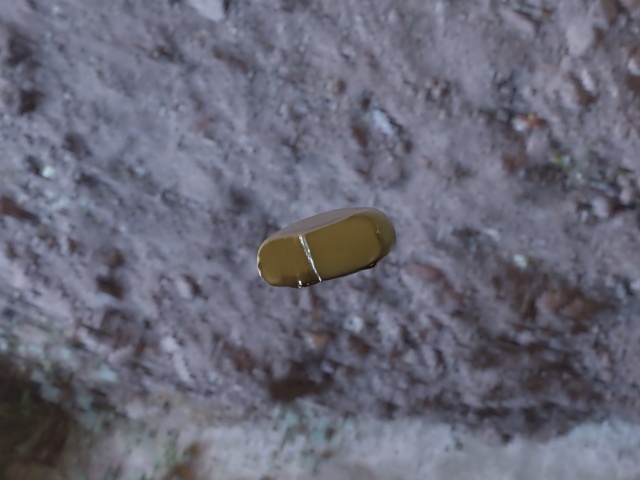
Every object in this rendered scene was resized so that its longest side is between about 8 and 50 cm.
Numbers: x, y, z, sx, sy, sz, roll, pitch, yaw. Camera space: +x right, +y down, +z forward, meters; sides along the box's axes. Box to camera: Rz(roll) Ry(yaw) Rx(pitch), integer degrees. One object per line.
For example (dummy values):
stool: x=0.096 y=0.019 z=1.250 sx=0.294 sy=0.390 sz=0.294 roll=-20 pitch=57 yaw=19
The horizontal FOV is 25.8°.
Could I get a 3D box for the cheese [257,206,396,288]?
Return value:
cheese: x=0.000 y=0.000 z=1.329 sx=0.127 sy=0.050 sz=0.255 roll=-19 pitch=-174 yaw=-2
